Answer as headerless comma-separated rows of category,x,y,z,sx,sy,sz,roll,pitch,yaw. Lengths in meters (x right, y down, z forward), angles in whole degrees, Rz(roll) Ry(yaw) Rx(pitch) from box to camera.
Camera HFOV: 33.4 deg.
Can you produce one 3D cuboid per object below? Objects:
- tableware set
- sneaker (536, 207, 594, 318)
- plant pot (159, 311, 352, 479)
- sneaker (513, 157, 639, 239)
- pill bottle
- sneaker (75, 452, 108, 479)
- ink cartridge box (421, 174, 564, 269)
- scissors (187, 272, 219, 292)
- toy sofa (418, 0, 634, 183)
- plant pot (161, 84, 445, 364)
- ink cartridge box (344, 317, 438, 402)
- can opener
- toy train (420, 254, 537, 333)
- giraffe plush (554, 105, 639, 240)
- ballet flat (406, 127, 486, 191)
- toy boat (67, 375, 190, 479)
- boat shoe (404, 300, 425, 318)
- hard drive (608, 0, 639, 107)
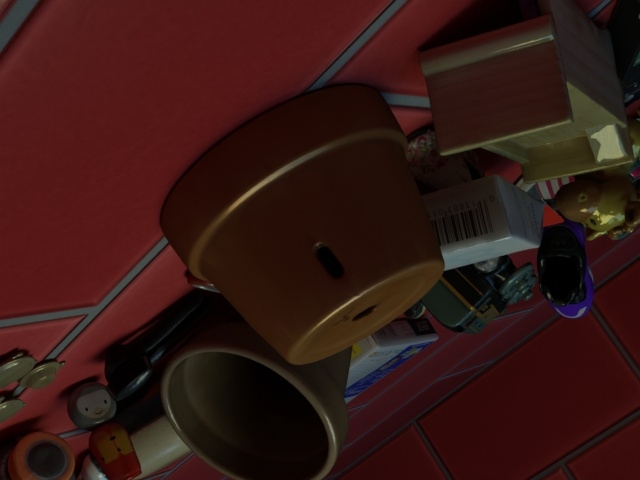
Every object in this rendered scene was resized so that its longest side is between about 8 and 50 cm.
tableware set,-0.392,0.184,1.310,0.141,0.020,0.169,-35,161,4
sneaker,0.440,0.075,1.946,0.102,0.146,0.293,-2,138,19
plant pot,-0.062,0.181,1.506,0.263,0.263,0.229,-47,-173,40
sneaker,0.434,-0.067,1.765,0.124,0.178,0.295,-20,160,-32
pill bottle,-0.437,0.367,1.544,0.130,0.130,0.245,-15,156,-43
sneaker,-0.399,0.435,1.869,0.086,0.085,0.237,-30,162,-23
ink cartridge box,0.164,0.018,1.500,0.308,0.091,0.385,-16,165,23
scissors,-0.039,0.082,1.377,0.297,0.021,0.109,19,166,-34
toy sofa,0.250,-0.179,1.255,0.150,0.177,0.362,-13,172,26
plant pot,0.000,0.000,1.169,0.291,0.203,0.291,-29,163,-10
ink cartridge box,0.067,0.276,2.270,0.307,0.072,0.304,-37,163,23
can opener,-0.214,0.136,1.420,0.186,0.073,0.059,-42,154,1
toy train,0.289,0.085,1.958,0.190,0.142,0.334,-44,163,4
giraffe plush,0.393,-0.090,1.523,0.210,0.170,0.181,0,170,13
ballet flat,0.179,-0.093,1.431,0.091,0.077,0.241,-37,162,17
toy boat,-0.256,0.263,1.593,0.268,0.148,0.318,-32,171,16
boat shoe,0.173,0.103,2.004,0.049,0.056,0.152,-19,150,-22
hard drive,0.484,-0.306,1.394,0.237,0.064,0.339,-31,163,-5
